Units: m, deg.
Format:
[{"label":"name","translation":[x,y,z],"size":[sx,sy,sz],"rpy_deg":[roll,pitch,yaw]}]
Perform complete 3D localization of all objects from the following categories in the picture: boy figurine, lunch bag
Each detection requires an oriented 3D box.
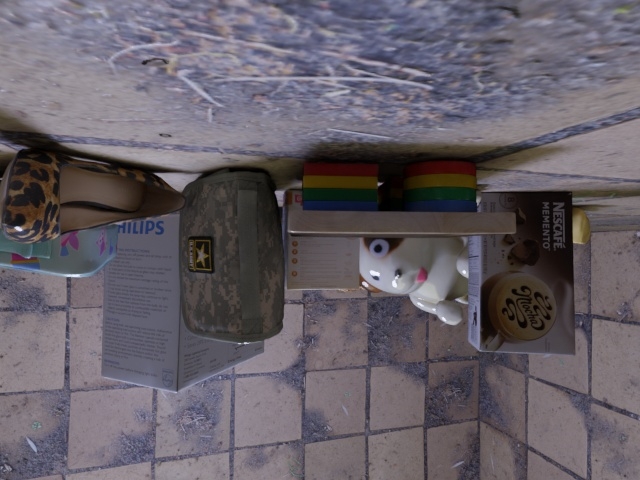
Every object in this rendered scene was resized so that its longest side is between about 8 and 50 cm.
[{"label":"boy figurine","translation":[0.629,-0.039,1.155],"size":[0.177,0.092,0.285],"rpy_deg":[3,-178,-3]},{"label":"lunch bag","translation":[-0.438,-0.027,0.620],"size":[0.278,0.108,0.224],"rpy_deg":[9,-176,-14]},{"label":"lunch bag","translation":[-0.137,0.022,0.693],"size":[0.168,0.236,0.287],"rpy_deg":[-1,179,-13]}]

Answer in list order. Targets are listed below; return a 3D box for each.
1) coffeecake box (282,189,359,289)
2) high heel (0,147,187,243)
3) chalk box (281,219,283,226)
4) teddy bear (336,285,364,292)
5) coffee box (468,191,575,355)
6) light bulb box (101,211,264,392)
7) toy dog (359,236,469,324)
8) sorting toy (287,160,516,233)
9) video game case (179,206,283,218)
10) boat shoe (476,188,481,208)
[{"label":"coffeecake box","translation":[0.000,0.000,0.835],"size":[0.142,0.186,0.068],"rpy_deg":[1,179,-14]},{"label":"high heel","translation":[-0.246,-0.046,0.506],"size":[0.186,0.093,0.261],"rpy_deg":[8,-167,-22]},{"label":"chalk box","translation":[-0.072,0.020,1.508],"size":[0.180,0.179,0.289],"rpy_deg":[0,-160,-17]},{"label":"teddy bear","translation":[0.080,0.043,1.281],"size":[0.245,0.338,0.113],"rpy_deg":[31,120,-31]},{"label":"coffee box","translation":[0.382,0.060,0.838],"size":[0.167,0.298,0.119],"rpy_deg":[1,176,9]},{"label":"light bulb box","translation":[-0.307,0.122,1.049],"size":[0.225,0.362,0.358],"rpy_deg":[2,180,22]},{"label":"toy dog","translation":[0.279,0.021,1.084],"size":[0.407,0.285,0.396],"rpy_deg":[0,-140,-27]},{"label":"sorting toy","translation":[0.086,-0.050,0.595],"size":[0.255,0.090,0.257],"rpy_deg":[0,179,-3]},{"label":"video game case","translation":[-0.274,-0.075,1.169],"size":[0.274,0.035,0.248],"rpy_deg":[1,179,-42]},{"label":"boat shoe","translation":[0.265,-0.069,0.774],"size":[0.043,0.049,0.137],"rpy_deg":[-2,174,19]}]
